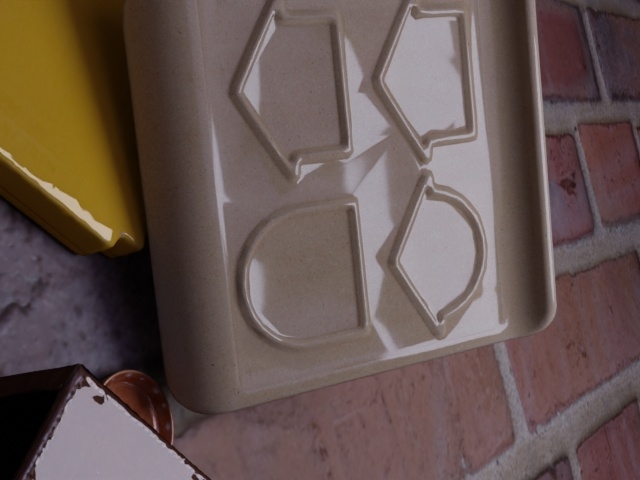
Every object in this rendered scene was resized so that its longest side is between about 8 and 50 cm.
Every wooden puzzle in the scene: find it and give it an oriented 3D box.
[{"bbox_3d":[0.022,-0.053,0.839,0.347,0.080,0.322,-9,98,-25],"label":"wooden puzzle"}]

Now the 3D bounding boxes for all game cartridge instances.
[{"bbox_3d":[-0.196,-0.183,0.767,0.285,0.052,0.324,45,47,-37],"label":"game cartridge"}]

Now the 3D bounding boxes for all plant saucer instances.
[{"bbox_3d":[-0.140,0.137,0.755,0.083,0.013,0.084,24,60,-50],"label":"plant saucer"}]

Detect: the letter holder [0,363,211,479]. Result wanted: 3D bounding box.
[{"bbox_3d":[-0.134,0.251,0.602,0.302,0.152,0.214,51,43,-33],"label":"letter holder"}]
